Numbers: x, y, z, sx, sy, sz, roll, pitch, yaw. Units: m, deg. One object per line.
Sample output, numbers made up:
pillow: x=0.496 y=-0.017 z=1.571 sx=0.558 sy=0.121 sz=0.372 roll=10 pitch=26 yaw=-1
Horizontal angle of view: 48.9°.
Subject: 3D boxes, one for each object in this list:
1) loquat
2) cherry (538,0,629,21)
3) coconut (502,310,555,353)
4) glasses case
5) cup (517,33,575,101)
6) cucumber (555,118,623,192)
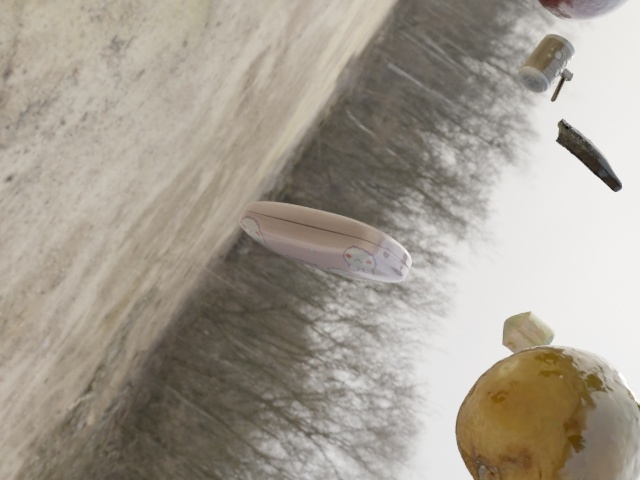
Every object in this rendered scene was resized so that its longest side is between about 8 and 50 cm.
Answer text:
loquat: x=0.349 y=0.294 z=1.052 sx=0.283 sy=0.276 sz=0.276 roll=-17 pitch=172 yaw=-15
cherry: x=0.609 y=-0.659 z=1.554 sx=0.326 sy=0.335 sz=0.291 roll=-33 pitch=-140 yaw=17
coconut: x=0.518 y=0.239 z=1.775 sx=0.116 sy=0.122 sz=0.116 roll=-47 pitch=162 yaw=-21
glasses case: x=0.000 y=0.000 z=1.042 sx=0.296 sy=0.113 sz=0.075 roll=15 pitch=-105 yaw=41
cup: x=0.450 y=-0.341 z=1.402 sx=0.099 sy=0.074 sz=0.102 roll=-50 pitch=144 yaw=-9
cucumber: x=0.399 y=-0.126 z=1.041 sx=0.034 sy=0.135 sz=0.033 roll=-51 pitch=175 yaw=28
